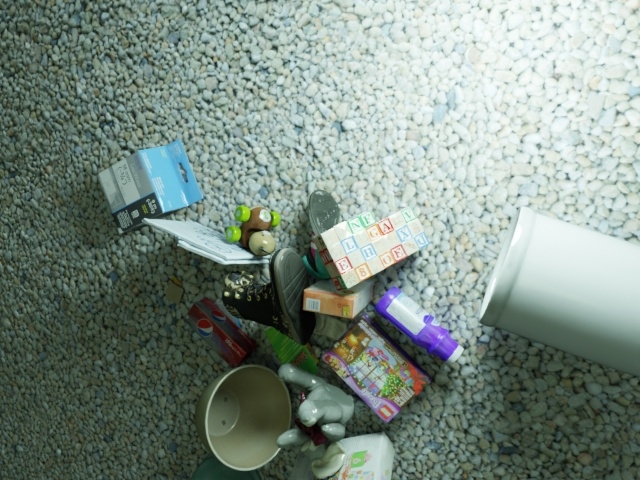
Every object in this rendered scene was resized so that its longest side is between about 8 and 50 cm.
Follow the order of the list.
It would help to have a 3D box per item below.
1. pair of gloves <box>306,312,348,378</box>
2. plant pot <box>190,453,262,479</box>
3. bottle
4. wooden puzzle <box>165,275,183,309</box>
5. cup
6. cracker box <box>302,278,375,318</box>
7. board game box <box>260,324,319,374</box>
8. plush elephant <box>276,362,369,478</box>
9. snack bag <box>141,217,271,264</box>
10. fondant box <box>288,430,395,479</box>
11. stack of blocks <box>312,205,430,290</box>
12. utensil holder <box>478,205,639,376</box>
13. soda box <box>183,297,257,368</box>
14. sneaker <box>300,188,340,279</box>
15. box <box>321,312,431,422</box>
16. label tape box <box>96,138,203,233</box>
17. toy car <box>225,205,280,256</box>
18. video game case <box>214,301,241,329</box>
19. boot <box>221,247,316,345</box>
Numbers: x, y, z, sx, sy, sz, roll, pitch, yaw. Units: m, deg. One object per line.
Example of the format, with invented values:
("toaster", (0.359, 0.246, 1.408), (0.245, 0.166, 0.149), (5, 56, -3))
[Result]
("pair of gloves", (-0.033, 0.337, 1.726), (0.204, 0.042, 0.240), (27, 106, 16))
("plant pot", (-0.378, 0.956, 1.872), (0.293, 0.196, 0.293), (3, 99, 21))
("bottle", (0.299, 0.259, 1.540), (0.283, 0.118, 0.092), (40, 109, 13))
("wooden puzzle", (-0.551, 0.198, 1.927), (0.078, 0.014, 0.116), (35, 109, 18))
("cup", (-0.299, 0.596, 1.750), (0.237, 0.331, 0.331), (-16, 92, 48))
("cracker box", (0.062, 0.166, 1.559), (0.155, 0.232, 0.067), (7, 102, 21))
("board game box", (-0.106, 0.345, 1.723), (0.124, 0.039, 0.259), (-34, 80, 29))
("plush elephant", (-0.023, 0.583, 1.616), (0.255, 0.330, 0.272), (-60, 35, 8))
("snack bag", (-0.367, 0.004, 1.656), (0.342, 0.323, 0.037), (23, 97, 17))
("fondant box", (0.060, 0.760, 1.637), (0.330, 0.238, 0.096), (-21, 108, 24))
("stack of blocks", (0.149, 0.003, 1.484), (0.297, 0.087, 0.171), (-26, 89, -19))
("utensil holder", (0.637, 0.127, 1.279), (0.385, 0.327, 0.328), (21, 105, 16))
("soda box", (-0.357, 0.327, 1.813), (0.263, 0.083, 0.092), (41, 111, 10))
("sneaker", (0.000, 0.000, 1.626), (0.178, 0.123, 0.296), (129, 137, -51))
("box", (0.176, 0.405, 1.626), (0.293, 0.057, 0.201), (44, 104, 8))
("label tape box", (-0.623, -0.197, 1.847), (0.333, 0.106, 0.241), (-22, 90, 23))
("toy car", (-0.184, -0.010, 1.636), (0.188, 0.155, 0.149), (43, 114, 41))
("video game case", (-0.380, 0.293, 1.871), (0.166, 0.015, 0.119), (-18, 92, 23))
("boot", (-0.174, 0.155, 1.571), (0.284, 0.138, 0.377), (14, 141, 26))
